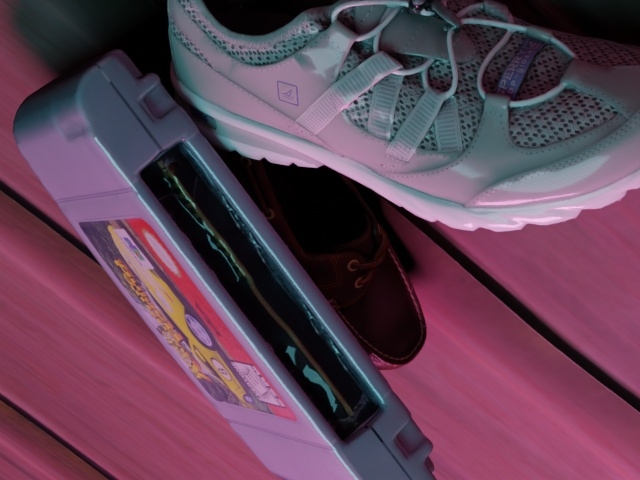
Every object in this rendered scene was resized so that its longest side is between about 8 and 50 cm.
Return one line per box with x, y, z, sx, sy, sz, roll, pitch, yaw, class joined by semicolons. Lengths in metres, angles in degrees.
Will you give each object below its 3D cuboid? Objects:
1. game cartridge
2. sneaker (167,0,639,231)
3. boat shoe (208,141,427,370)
-0.061;0.029;0.972;0.294;0.060;0.196;53;166;-12;game cartridge
0.039;-0.084;0.825;0.281;0.105;0.115;9;141;24;sneaker
0.000;0.000;0.981;0.073;0.073;0.207;-10;130;47;boat shoe
